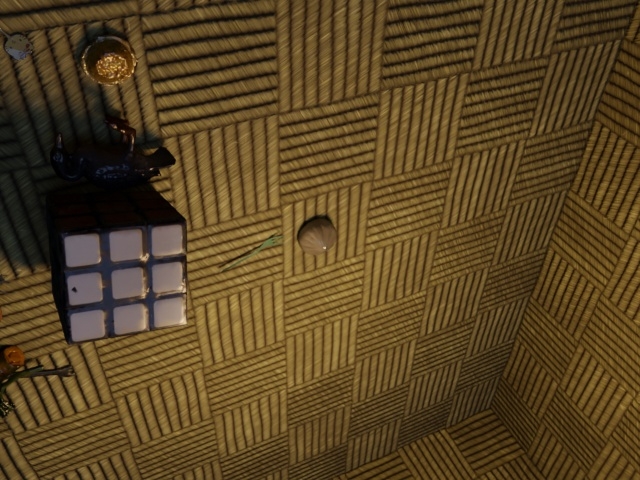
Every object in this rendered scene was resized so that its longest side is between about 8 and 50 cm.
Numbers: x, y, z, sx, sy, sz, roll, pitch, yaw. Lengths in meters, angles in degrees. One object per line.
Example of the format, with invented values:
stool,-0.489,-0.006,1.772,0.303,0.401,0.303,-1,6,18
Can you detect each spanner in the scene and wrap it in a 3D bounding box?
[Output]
spanner,-0.906,0.422,1.914,0.254,0.015,0.054,3,124,-35

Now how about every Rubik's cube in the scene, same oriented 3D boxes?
Rubik's cube,-0.527,0.053,1.565,0.303,0.305,0.301,-6,113,-26

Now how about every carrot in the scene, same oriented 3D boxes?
carrot,-0.967,0.383,1.792,0.173,0.082,0.082,-34,138,-3

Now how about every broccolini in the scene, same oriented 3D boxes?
broccolini,-0.952,0.476,1.894,0.271,0.062,0.123,-36,153,5

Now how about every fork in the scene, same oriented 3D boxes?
fork,-0.226,0.041,2.004,0.235,0.021,0.039,-27,133,-7

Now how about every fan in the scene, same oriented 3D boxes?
fan,-0.663,-0.428,1.309,0.056,0.004,0.083,-38,138,4

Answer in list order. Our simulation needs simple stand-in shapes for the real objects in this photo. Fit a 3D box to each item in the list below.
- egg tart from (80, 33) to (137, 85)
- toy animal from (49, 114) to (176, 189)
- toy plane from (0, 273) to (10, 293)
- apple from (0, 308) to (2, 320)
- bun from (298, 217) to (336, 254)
egg tart,-0.486,-0.411,1.407,0.129,0.049,0.129,-18,137,-18
toy animal,-0.513,-0.210,1.520,0.298,0.122,0.185,10,111,-46
toy plane,-0.887,0.122,1.648,0.084,0.024,0.078,-33,120,-3
apple,-0.922,0.205,1.669,0.084,0.071,0.084,-25,139,-23
bun,0.000,0.000,2.058,0.138,0.094,0.138,-21,137,-21
